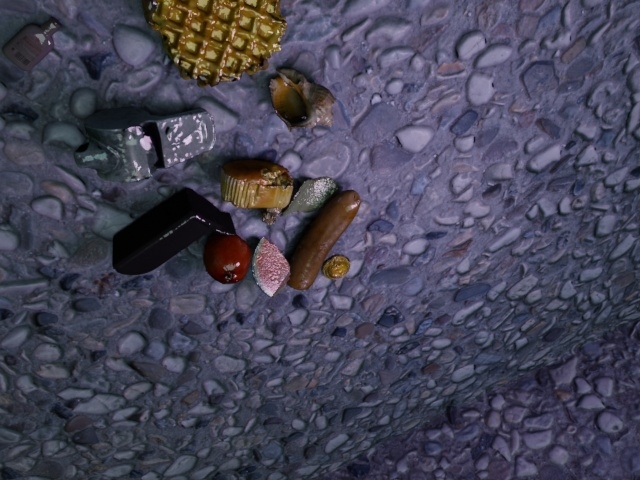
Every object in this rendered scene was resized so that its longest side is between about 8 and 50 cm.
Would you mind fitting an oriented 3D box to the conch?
[{"bbox_3d":[-0.065,-0.440,1.493,0.245,0.178,0.163,46,146,-10],"label":"conch"}]

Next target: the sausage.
[{"bbox_3d":[-0.001,-0.002,1.835,0.123,0.136,0.501,4,128,-43],"label":"sausage"}]

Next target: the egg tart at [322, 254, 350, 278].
[{"bbox_3d":[0.070,0.120,2.002,0.130,0.052,0.130,-9,129,-11],"label":"egg tart"}]

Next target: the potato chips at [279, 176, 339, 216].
[{"bbox_3d":[-0.042,-0.155,1.759,0.228,0.059,0.167,-15,138,-27],"label":"potato chips"}]

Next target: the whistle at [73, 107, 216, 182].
[{"bbox_3d":[-0.514,-0.296,1.417,0.404,0.188,0.168,-9,126,-13],"label":"whistle"}]

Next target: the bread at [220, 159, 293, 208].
[{"bbox_3d":[-0.216,-0.194,1.600,0.250,0.179,0.133,4,118,-21],"label":"bread"}]

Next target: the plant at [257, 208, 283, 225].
[{"bbox_3d":[-0.199,-0.121,1.737,0.122,0.104,0.117,21,81,0],"label":"plant"}]

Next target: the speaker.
[{"bbox_3d":[-0.511,-0.012,1.634,0.388,0.180,0.184,-32,133,5],"label":"speaker"}]

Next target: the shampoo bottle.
[{"bbox_3d":[-0.762,-0.532,1.258,0.165,0.040,0.080,-37,126,8],"label":"shampoo bottle"}]

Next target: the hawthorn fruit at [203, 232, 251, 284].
[{"bbox_3d":[-0.345,0.074,1.733,0.185,0.202,0.185,-7,133,-8],"label":"hawthorn fruit"}]

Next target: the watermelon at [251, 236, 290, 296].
[{"bbox_3d":[-0.217,0.120,1.815,0.128,0.146,0.231,-21,108,45],"label":"watermelon"}]

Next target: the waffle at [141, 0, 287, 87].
[{"bbox_3d":[-0.286,-0.639,1.314,0.379,0.095,0.382,-22,125,-3],"label":"waffle"}]
